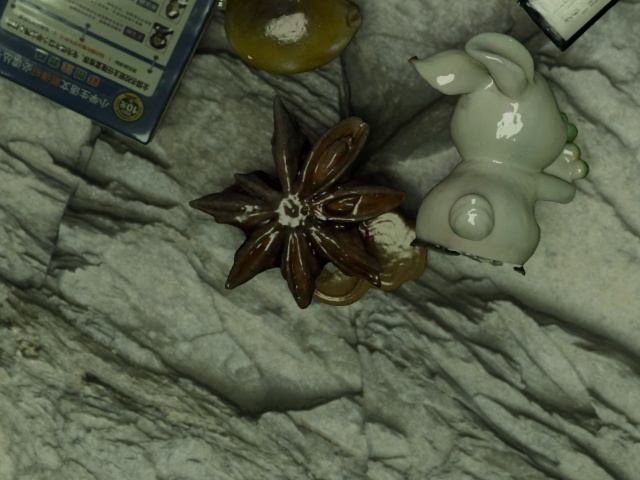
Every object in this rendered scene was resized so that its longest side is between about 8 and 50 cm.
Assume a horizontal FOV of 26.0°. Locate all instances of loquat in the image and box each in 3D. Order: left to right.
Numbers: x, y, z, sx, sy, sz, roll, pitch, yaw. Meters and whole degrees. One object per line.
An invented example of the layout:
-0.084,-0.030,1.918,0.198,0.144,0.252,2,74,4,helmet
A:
-0.039,-0.305,1.920,0.195,0.152,0.152,3,107,21,loquat

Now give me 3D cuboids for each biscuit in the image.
0.000,-0.009,2.057,0.320,0.047,0.183,30,106,1,biscuit

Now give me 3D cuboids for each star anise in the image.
-0.037,-0.050,1.978,0.315,0.108,0.315,2,98,13,star anise

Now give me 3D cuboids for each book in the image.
-0.287,-0.375,1.928,0.300,0.039,0.428,26,111,-7,book

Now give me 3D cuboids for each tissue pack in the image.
0.357,-0.351,1.872,0.170,0.090,0.103,-41,96,19,tissue pack

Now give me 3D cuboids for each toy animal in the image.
0.234,-0.121,1.900,0.183,0.247,0.310,18,98,39,toy animal

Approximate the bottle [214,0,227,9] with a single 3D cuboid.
-0.142,-0.378,1.965,0.047,0.063,0.101,12,107,35,bottle
